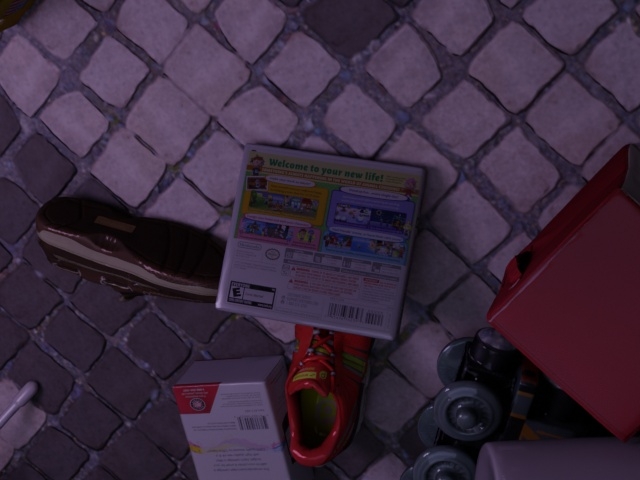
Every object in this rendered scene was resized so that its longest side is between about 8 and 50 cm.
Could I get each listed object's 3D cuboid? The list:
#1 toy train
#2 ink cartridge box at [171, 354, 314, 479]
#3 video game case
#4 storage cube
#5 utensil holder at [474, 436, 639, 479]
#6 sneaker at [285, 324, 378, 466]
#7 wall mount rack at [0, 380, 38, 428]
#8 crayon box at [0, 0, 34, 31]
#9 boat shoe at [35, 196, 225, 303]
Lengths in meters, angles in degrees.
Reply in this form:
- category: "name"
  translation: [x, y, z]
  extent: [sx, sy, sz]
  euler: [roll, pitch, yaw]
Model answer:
- category: "toy train"
  translation: [0.200, 0.255, 1.639]
  extent: [0.190, 0.142, 0.334]
  euler: [15, 116, 0]
- category: "ink cartridge box"
  translation: [-0.093, 0.237, 1.765]
  extent: [0.127, 0.072, 0.175]
  euler: [-5, 111, 22]
- category: "video game case"
  translation: [0.000, 0.000, 1.603]
  extent: [0.212, 0.023, 0.193]
  euler: [9, 86, 16]
- category: "storage cube"
  translation: [0.313, 0.049, 1.461]
  extent: [0.215, 0.183, 0.193]
  euler: [41, 113, 0]
- category: "utensil holder"
  translation: [0.358, 0.354, 1.447]
  extent: [0.385, 0.327, 0.327]
  euler: [1, 114, -1]
- category: "sneaker"
  translation: [0.010, 0.132, 1.648]
  extent: [0.107, 0.118, 0.279]
  euler: [6, 107, 18]
- category: "wall mount rack"
  translation: [-0.398, 0.374, 1.887]
  extent: [0.350, 0.130, 0.304]
  euler: [42, 125, 16]
- category: "crayon box"
  translation: [-0.323, -0.337, 1.518]
  extent: [0.081, 0.202, 0.318]
  euler: [41, 119, 0]
- category: "boat shoe"
  translation: [-0.217, 0.027, 1.716]
  extent: [0.257, 0.095, 0.095]
  euler: [21, 132, 17]
